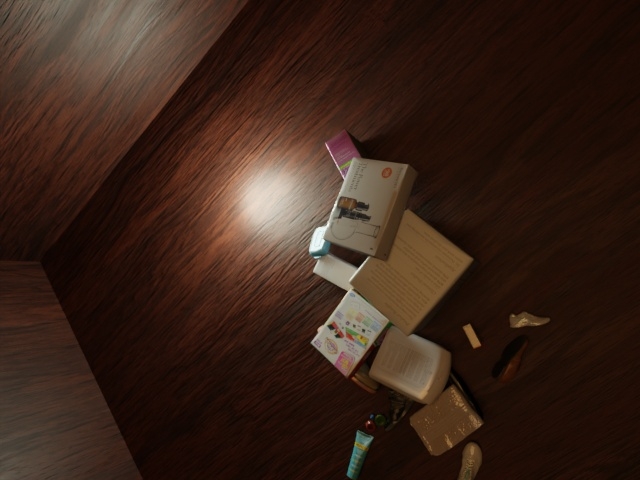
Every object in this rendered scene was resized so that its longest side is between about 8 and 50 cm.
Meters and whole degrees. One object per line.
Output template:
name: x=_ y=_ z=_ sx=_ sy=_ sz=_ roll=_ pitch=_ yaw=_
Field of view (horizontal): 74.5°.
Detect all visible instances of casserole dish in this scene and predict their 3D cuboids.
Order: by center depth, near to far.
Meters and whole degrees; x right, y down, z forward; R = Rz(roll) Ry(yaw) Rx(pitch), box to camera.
casserole dish: x=0.000 y=0.000 z=2.068 sx=0.114 sy=0.037 sz=0.188 roll=-10 pitch=50 yaw=38

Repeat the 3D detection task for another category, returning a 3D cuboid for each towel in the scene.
towel: x=0.509 y=0.745 z=1.734 sx=0.282 sy=0.049 sz=0.187 roll=-51 pitch=57 yaw=24

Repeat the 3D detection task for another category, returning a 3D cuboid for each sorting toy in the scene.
sorting toy: x=0.252 y=0.831 z=1.940 sx=0.102 sy=0.042 sz=0.061 roll=-34 pitch=88 yaw=7

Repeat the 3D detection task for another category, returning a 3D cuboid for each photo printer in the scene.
photo printer: x=0.394 y=0.537 z=1.808 sx=0.308 sy=0.107 sz=0.256 roll=18 pitch=74 yaw=32

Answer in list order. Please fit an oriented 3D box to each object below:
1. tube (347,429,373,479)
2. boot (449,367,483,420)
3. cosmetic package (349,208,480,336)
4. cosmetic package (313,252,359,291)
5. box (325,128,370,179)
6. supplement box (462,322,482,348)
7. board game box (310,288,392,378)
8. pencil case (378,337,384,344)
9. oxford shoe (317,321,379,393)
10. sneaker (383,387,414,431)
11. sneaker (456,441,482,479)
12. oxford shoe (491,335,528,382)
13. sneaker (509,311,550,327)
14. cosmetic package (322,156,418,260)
tube: x=0.179 y=0.998 z=1.956 sx=0.080 sy=0.052 sz=0.207 roll=17 pitch=88 yaw=14
boot: x=0.551 y=0.681 z=1.784 sx=0.179 sy=0.085 sz=0.236 roll=-37 pitch=71 yaw=21
cosmetic package: x=0.399 y=0.134 z=1.762 sx=0.329 sy=0.327 sz=0.393 roll=43 pitch=103 yaw=22
cosmetic package: x=0.093 y=0.153 z=2.038 sx=0.231 sy=0.085 sz=0.117 roll=28 pitch=98 yaw=22
box: x=0.160 y=-0.364 z=1.973 sx=0.117 sy=0.213 sz=0.243 roll=-33 pitch=74 yaw=19
supplement box: x=0.642 y=0.399 z=1.774 sx=0.036 sy=0.062 sz=0.098 roll=-30 pitch=75 yaw=21
board game box: x=0.138 y=0.414 z=1.887 sx=0.242 sy=0.064 sz=0.316 roll=38 pitch=92 yaw=30
pencil case: x=0.241 y=0.390 z=1.954 sx=0.086 sy=0.088 sz=0.206 roll=-30 pitch=70 yaw=59
oxford shoe: x=0.153 y=0.522 z=1.953 sx=0.146 sy=0.140 sz=0.397 roll=-45 pitch=71 yaw=10
sneaker: x=0.330 y=0.736 z=1.883 sx=0.130 sy=0.087 sz=0.227 roll=34 pitch=97 yaw=25
sneaker: x=0.610 y=0.943 z=1.730 sx=0.080 sy=0.094 sz=0.212 roll=14 pitch=92 yaw=27
oxford shoe: x=0.785 y=0.484 z=1.709 sx=0.076 sy=0.076 sz=0.212 roll=30 pitch=97 yaw=-6
sneaker: x=0.840 y=0.316 z=1.693 sx=0.152 sy=0.054 sz=0.061 roll=-11 pitch=79 yaw=24
cosmetic package: x=0.196 y=-0.136 z=1.703 sx=0.284 sy=0.097 sz=0.377 roll=18 pitch=86 yaw=40
